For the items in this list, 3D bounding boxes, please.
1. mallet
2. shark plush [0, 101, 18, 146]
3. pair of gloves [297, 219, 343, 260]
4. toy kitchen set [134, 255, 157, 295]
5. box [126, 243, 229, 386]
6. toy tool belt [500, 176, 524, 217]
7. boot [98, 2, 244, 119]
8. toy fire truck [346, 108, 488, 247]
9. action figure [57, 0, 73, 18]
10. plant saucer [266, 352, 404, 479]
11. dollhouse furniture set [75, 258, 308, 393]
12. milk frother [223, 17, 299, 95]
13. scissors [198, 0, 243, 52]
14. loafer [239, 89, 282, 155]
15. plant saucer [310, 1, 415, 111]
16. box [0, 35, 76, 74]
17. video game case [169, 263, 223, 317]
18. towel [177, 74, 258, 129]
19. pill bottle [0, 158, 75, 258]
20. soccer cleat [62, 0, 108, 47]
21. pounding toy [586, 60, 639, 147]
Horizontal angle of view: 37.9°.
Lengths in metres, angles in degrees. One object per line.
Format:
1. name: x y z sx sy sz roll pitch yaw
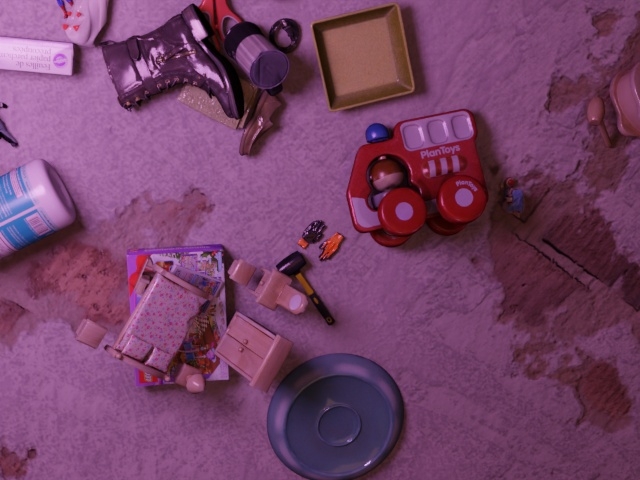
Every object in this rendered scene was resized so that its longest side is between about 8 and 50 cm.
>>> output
1. mallet: -0.033 0.114 2.022 0.062 0.039 0.189 -27 110 -3
2. shark plush: -0.644 -0.256 1.823 0.067 0.073 0.161 -43 103 -28
3. pair of gloves: 0.000 0.000 2.009 0.083 0.010 0.074 36 97 -13
4. toy kitchen set: -0.327 0.076 1.876 0.075 0.083 0.068 22 100 -13
5. box: -0.301 0.158 1.975 0.201 0.057 0.293 -3 104 -9
6. toy tool belt: 0.423 -0.094 2.032 0.052 0.051 0.083 -9 105 -7
7. boot: -0.292 -0.315 1.833 0.229 0.091 0.263 -27 91 11
8. toy fire truck: 0.198 -0.132 1.948 0.302 0.169 0.254 -11 81 -7
9. action figure: -0.510 -0.489 1.800 0.038 0.030 0.115 -26 104 3
10. plant saucer: 0.038 0.410 2.101 0.317 0.044 0.317 -2 104 -8
11. dollhouse furniture set: -0.235 0.146 1.816 0.355 0.174 0.303 32 85 -38
12. milk frother: -0.094 -0.375 1.837 0.143 0.135 0.129 -44 137 6
13. scissors: -0.218 -0.506 1.819 0.109 0.021 0.297 -13 117 -6
14. loafer: -0.124 -0.237 1.907 0.050 0.056 0.148 24 99 -7
15. plant saucer: 0.084 -0.377 1.912 0.188 0.045 0.188 -14 106 -5
16. box: -0.639 -0.364 1.790 0.324 0.067 0.063 4 103 -9
17. video game case: -0.268 0.104 1.906 0.122 0.011 0.087 23 98 -39
18. towel: -0.207 -0.299 1.894 0.148 0.027 0.110 23 99 -14
19. pill bottle: -0.629 -0.044 1.827 0.264 0.146 0.146 -26 106 -2
20. soccer cleat: -0.438 -0.469 1.803 0.068 0.076 0.196 17 85 26
21. pounding toy: 0.688 -0.289 2.019 0.269 0.155 0.154 13 73 -21
